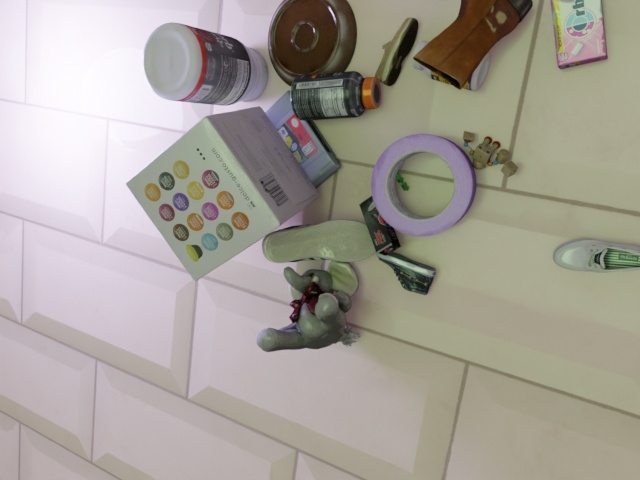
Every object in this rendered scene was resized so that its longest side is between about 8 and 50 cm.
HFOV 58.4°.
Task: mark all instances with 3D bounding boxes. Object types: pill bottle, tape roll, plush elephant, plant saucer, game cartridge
[{"bbox_3d":[0.339,-0.463,1.497,0.184,0.103,0.103,24,109,24],"label":"pill bottle"},{"bbox_3d":[0.282,-0.152,1.568,0.274,0.090,0.275,3,98,21],"label":"tape roll"},{"bbox_3d":[0.047,-0.416,1.647,0.245,0.130,0.130,2,99,24],"label":"pill bottle"},{"bbox_3d":[-0.022,0.180,1.725,0.272,0.330,0.255,-36,57,24],"label":"plush elephant"},{"bbox_3d":[-0.039,-0.609,1.717,0.310,0.050,0.311,4,99,28],"label":"plant saucer"},{"bbox_3d":[-0.085,-0.292,1.790,0.196,0.060,0.294,-39,79,32],"label":"game cartridge"},{"bbox_3d":[-0.329,-0.513,1.709,0.210,0.363,0.210,5,101,28],"label":"pill bottle"}]

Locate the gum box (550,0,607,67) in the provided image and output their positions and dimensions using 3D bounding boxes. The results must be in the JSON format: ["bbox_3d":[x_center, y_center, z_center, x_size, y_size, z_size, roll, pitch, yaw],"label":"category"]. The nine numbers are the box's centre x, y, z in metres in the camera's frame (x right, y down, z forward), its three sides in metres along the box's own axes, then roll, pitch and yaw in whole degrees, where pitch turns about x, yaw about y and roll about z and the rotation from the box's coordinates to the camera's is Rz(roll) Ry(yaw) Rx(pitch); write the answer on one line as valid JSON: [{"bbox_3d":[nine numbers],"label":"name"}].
[{"bbox_3d":[0.613,-0.516,1.360,0.107,0.062,0.188,-6,95,29],"label":"gum box"}]

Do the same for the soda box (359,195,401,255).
[{"bbox_3d":[0.170,-0.044,1.650,0.060,0.053,0.169,-34,59,28],"label":"soda box"}]

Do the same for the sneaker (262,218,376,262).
[{"bbox_3d":[0.000,0.000,1.735,0.350,0.148,0.131,-1,94,-3],"label":"sneaker"}]

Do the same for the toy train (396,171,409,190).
[{"bbox_3d":[0.227,-0.178,1.649,0.017,0.023,0.083,-38,80,28],"label":"toy train"}]

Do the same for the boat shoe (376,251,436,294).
[{"bbox_3d":[0.238,0.093,1.661,0.183,0.065,0.083,22,106,23],"label":"boat shoe"}]

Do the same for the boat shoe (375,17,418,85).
[{"bbox_3d":[0.202,-0.531,1.588,0.072,0.068,0.190,40,115,31],"label":"boat shoe"}]

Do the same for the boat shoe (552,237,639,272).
[{"bbox_3d":[0.686,0.036,1.398,0.226,0.076,0.083,-4,95,29],"label":"boat shoe"}]

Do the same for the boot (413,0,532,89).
[{"bbox_3d":[0.337,-0.546,1.435,0.264,0.096,0.280,43,91,13],"label":"boot"}]

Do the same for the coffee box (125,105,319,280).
[{"bbox_3d":[-0.268,-0.145,1.654,0.334,0.338,0.338,-31,96,25],"label":"coffee box"}]

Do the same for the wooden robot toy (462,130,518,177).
[{"bbox_3d":[0.439,-0.218,1.516,0.173,0.076,0.079,37,149,19],"label":"wooden robot toy"}]
